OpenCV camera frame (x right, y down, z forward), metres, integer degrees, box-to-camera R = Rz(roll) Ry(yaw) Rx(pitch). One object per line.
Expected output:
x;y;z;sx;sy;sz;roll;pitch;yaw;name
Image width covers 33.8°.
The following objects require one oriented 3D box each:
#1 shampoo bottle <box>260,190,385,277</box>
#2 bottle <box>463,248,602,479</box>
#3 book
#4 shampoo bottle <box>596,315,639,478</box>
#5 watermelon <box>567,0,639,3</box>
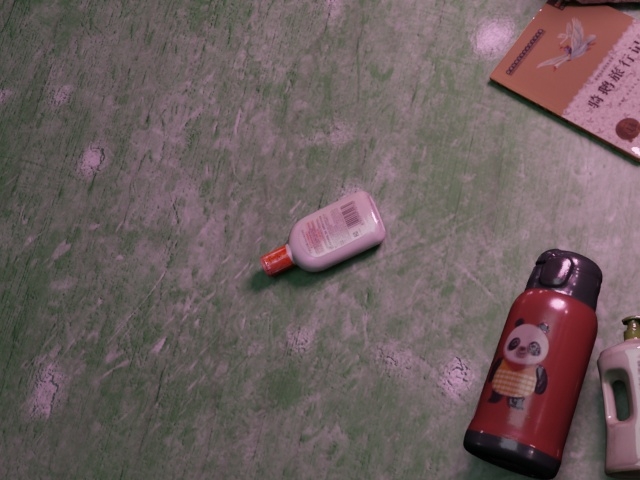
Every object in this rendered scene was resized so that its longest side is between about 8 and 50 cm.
0.000;0.000;1.827;0.221;0.051;0.108;-26;63;11;shampoo bottle
0.329;0.176;1.576;0.144;0.144;0.336;13;72;26;bottle
0.470;-0.289;1.775;0.310;0.021;0.217;35;85;29;book
0.464;0.222;1.529;0.118;0.087;0.234;-6;67;17;shampoo bottle
0.489;-0.530;1.769;0.232;0.310;0.193;-23;44;51;watermelon
